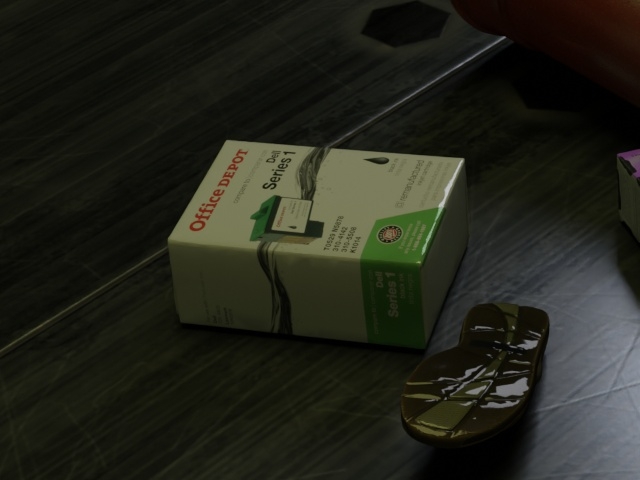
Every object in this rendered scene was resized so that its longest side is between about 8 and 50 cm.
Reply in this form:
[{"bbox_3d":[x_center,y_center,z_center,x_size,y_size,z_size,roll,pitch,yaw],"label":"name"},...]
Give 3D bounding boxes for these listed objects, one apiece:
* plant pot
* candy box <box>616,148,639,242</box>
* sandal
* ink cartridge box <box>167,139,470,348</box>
[{"bbox_3d":[0.301,-0.248,1.835,0.272,0.272,0.265,-27,48,-25],"label":"plant pot"},{"bbox_3d":[0.355,-0.018,1.633,0.165,0.070,0.196,-13,30,-8],"label":"candy box"},{"bbox_3d":[0.123,0.111,1.526,0.090,0.060,0.219,10,24,13],"label":"sandal"},{"bbox_3d":[0.000,0.000,1.664,0.219,0.092,0.160,5,37,16],"label":"ink cartridge box"}]
